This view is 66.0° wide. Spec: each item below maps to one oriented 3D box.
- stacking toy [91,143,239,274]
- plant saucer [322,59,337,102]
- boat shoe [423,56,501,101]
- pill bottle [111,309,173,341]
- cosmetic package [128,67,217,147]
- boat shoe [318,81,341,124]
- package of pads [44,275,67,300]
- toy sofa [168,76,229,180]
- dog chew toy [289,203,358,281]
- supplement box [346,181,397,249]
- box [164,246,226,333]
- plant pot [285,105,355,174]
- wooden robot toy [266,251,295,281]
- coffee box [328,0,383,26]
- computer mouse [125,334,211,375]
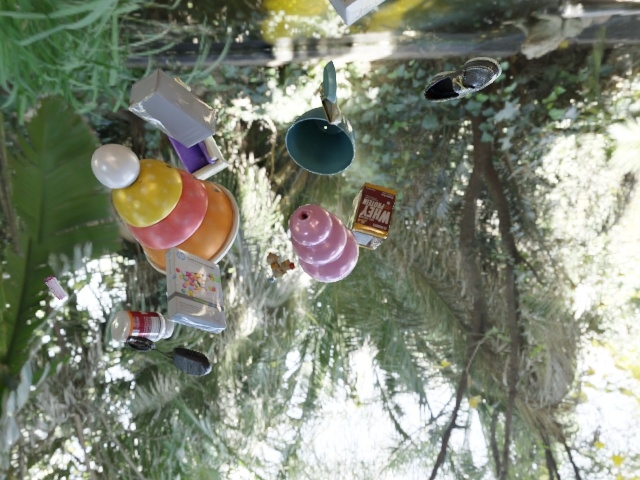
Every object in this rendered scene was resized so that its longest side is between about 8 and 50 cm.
[{"bbox_3d":[-0.485,-0.123,1.460,0.351,0.350,0.480,2,157,18],"label":"stacking toy"},{"bbox_3d":[0.025,-0.456,1.419,0.021,0.119,0.119,-8,-166,-9],"label":"plant saucer"},{"bbox_3d":[0.365,-0.411,1.288,0.068,0.081,0.228,-48,-158,-20],"label":"boat shoe"},{"bbox_3d":[-0.493,0.239,1.373,0.086,0.086,0.152,9,177,39],"label":"pill bottle"},{"bbox_3d":[-0.444,-0.395,1.497,0.127,0.107,0.238,-16,149,28],"label":"cosmetic package"},{"bbox_3d":[0.026,-0.468,1.675,0.056,0.152,0.048,-14,-178,36],"label":"boat shoe"},{"bbox_3d":[-0.896,0.161,1.668,0.050,0.083,0.032,7,-143,46],"label":"package of pads"},{"bbox_3d":[-0.495,-0.401,1.802,0.150,0.362,0.177,-28,180,8],"label":"toy sofa"},{"bbox_3d":[0.000,0.000,1.558,0.207,0.206,0.332,3,155,20],"label":"dog chew toy"},{"bbox_3d":[0.189,-0.090,1.897,0.129,0.191,0.194,16,163,-5],"label":"supplement box"},{"bbox_3d":[-0.300,0.120,1.182,0.038,0.186,0.145,-36,139,23],"label":"box"},{"bbox_3d":[0.019,-0.448,2.067,0.290,0.290,0.195,2,-131,18],"label":"plant pot"},{"bbox_3d":[-0.121,0.064,1.427,0.076,0.079,0.173,-28,-177,3],"label":"wooden robot toy"},{"bbox_3d":[0.126,-0.664,1.197,0.247,0.141,0.098,-35,174,3],"label":"coffee box"},{"bbox_3d":[-0.393,0.291,1.285,0.242,0.071,0.041,19,-141,7],"label":"computer mouse"}]
